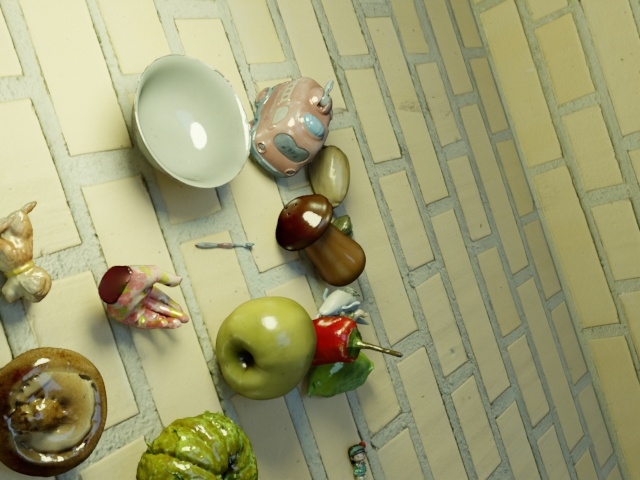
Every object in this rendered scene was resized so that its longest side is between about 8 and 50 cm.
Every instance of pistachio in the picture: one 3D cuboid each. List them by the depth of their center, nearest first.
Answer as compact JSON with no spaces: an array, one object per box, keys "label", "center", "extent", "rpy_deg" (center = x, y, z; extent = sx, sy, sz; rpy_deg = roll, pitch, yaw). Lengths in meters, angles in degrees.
[{"label":"pistachio","center":[0.027,-0.200,2.162],"extent":[0.129,0.131,0.206],"rpy_deg":[85,3,-81]}]

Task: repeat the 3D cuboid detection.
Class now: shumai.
[{"label":"shumai","center":[0.077,-0.031,2.195],"extent":[0.080,0.082,0.083],"rpy_deg":[42,75,-31]}]

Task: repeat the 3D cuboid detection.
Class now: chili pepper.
[{"label":"chili pepper","center":[0.042,0.267,1.865],"extent":[0.134,0.338,0.131],"rpy_deg":[0,80,-49]}]

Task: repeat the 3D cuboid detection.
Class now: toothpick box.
[{"label":"toothpick box","center":[0.000,0.000,2.028],"extent":[0.294,0.192,0.192],"rpy_deg":[48,48,-34]}]

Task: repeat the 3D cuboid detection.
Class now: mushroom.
[{"label":"mushroom","center":[-0.540,0.334,1.374],"extent":[0.253,0.153,0.253],"rpy_deg":[5,83,-45]}]

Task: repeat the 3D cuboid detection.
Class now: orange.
[{"label":"orange","center":[-0.275,0.523,1.545],"extent":[0.301,0.223,0.300],"rpy_deg":[-49,124,-46]}]

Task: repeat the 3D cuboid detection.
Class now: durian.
[{"label":"durian","center":[0.056,0.378,2.018],"extent":[0.250,0.101,0.139],"rpy_deg":[0,78,-46]}]

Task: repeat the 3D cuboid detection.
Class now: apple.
[{"label":"apple","center":[-0.136,0.267,1.758],"extent":[0.262,0.262,0.263],"rpy_deg":[17,66,-42]}]

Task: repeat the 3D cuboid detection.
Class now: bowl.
[{"label":"bowl","center":[-0.356,-0.279,1.757],"extent":[0.345,0.157,0.346],"rpy_deg":[17,65,-41]}]

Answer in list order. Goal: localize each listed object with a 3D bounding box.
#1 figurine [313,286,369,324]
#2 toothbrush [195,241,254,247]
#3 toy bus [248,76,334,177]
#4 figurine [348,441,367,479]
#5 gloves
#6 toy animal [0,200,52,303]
[{"label":"figurine","center":[0.059,0.225,2.049],"extent":[0.208,0.128,0.184],"rpy_deg":[27,84,-54]},{"label":"toothbrush","center":[-0.256,0.012,1.873],"extent":[0.193,0.019,0.013],"rpy_deg":[0,78,-44]},{"label":"toy bus","center":[-0.073,-0.340,2.016],"extent":[0.197,0.231,0.294],"rpy_deg":[41,51,-30]},{"label":"figurine","center":[0.115,0.647,2.034],"extent":[0.059,0.047,0.106],"rpy_deg":[-9,88,-31]},{"label":"gloves","center":[-0.404,0.135,1.615],"extent":[0.241,0.126,0.145],"rpy_deg":[54,32,-61]},{"label":"toy animal","center":[-0.606,0.027,1.448],"extent":[0.185,0.104,0.184],"rpy_deg":[55,39,-13]}]
